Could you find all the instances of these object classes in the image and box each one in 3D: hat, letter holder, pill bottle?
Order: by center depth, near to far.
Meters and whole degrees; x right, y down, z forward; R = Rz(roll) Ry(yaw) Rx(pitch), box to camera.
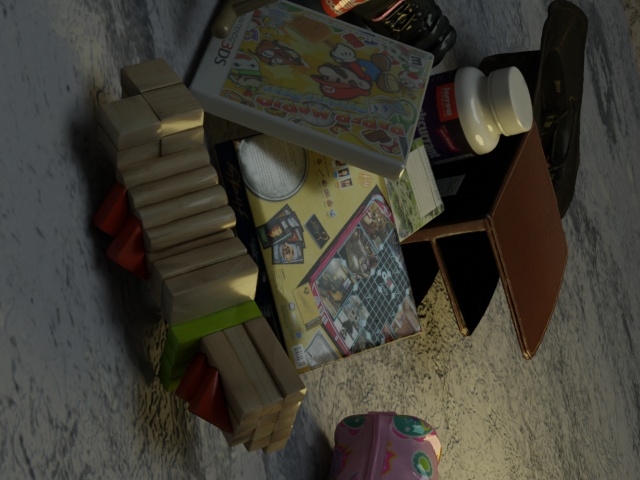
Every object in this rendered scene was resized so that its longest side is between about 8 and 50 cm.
[{"bbox_3d":[0.151,-0.148,2.230,0.108,0.193,0.108,44,39,-52],"label":"pill bottle"},{"bbox_3d":[0.199,0.010,2.320,0.302,0.152,0.214,-59,134,-58],"label":"letter holder"},{"bbox_3d":[0.286,-0.182,2.639,0.331,0.134,0.331,8,90,-67],"label":"hat"}]

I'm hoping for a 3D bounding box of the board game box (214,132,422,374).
[{"bbox_3d":[0.000,0.000,1.886,0.165,0.042,0.243,-16,94,-30],"label":"board game box"}]

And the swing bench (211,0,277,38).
[{"bbox_3d":[-0.079,-0.386,1.820,0.254,0.165,0.253,-90,155,-50],"label":"swing bench"}]

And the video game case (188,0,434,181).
[{"bbox_3d":[-0.006,-0.165,1.887,0.206,0.227,0.026,-73,-176,-50],"label":"video game case"}]

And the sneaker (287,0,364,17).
[{"bbox_3d":[-0.004,-0.399,2.062,0.131,0.148,0.350,28,53,-61],"label":"sneaker"}]

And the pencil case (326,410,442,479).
[{"bbox_3d":[0.050,0.303,1.856,0.124,0.124,0.284,60,30,-35],"label":"pencil case"}]

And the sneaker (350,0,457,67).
[{"bbox_3d":[0.099,-0.267,2.181,0.147,0.104,0.296,54,7,-4],"label":"sneaker"}]

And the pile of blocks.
[{"bbox_3d":[-0.134,0.026,1.630,0.113,0.149,0.362,-17,83,-25],"label":"pile of blocks"}]

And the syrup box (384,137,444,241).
[{"bbox_3d":[0.050,-0.040,2.065,0.237,0.096,0.093,-32,106,-64],"label":"syrup box"}]
